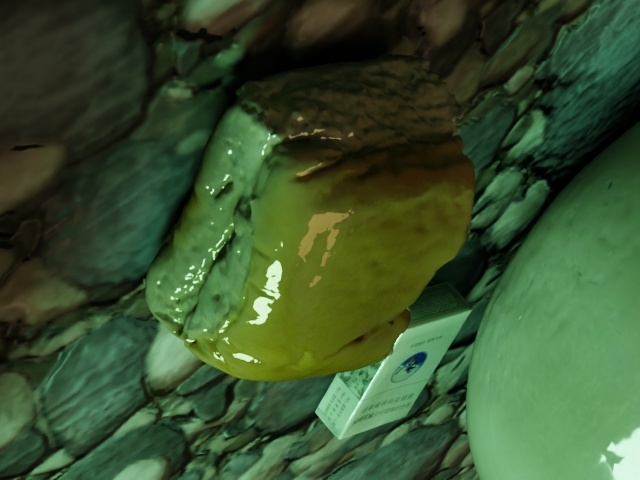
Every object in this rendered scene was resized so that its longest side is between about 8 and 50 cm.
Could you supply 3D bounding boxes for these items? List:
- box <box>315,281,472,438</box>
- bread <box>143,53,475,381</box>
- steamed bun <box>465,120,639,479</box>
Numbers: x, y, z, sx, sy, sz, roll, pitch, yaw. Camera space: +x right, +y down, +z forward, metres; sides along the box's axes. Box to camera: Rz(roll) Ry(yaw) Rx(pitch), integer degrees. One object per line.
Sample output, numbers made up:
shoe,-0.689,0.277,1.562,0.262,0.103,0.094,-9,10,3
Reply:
box,0.037,0.061,0.759,0.054,0.024,0.083,-10,139,-42
bread,0.000,-0.002,0.560,0.106,0.082,0.125,-20,148,-47
steamed bun,0.218,0.043,0.768,0.324,0.206,0.324,-31,153,-18
